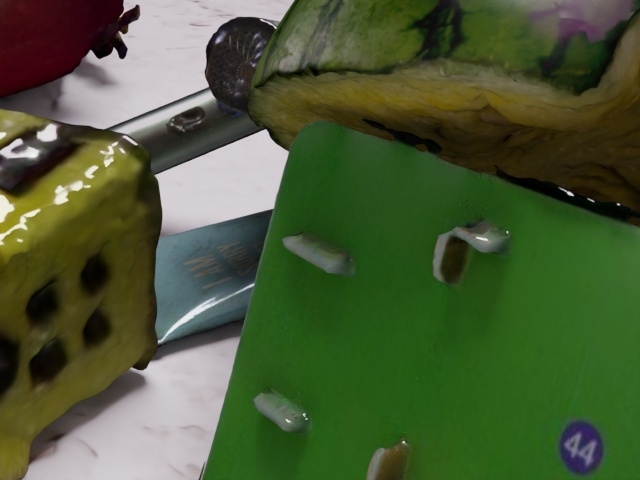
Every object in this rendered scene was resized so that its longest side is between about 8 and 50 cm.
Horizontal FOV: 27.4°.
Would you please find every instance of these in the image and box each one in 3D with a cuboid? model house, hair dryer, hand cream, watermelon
[{"bbox_3d":[-0.226,0.042,0.711,0.193,0.174,0.234,19,41,20],"label":"model house"},{"bbox_3d":[-0.060,-0.108,0.968,0.284,0.155,0.320,-3,2,31],"label":"hair dryer"},{"bbox_3d":[0.000,0.000,0.918,0.312,0.070,0.111,-14,37,-26],"label":"hand cream"},{"bbox_3d":[0.156,0.104,0.665,0.313,0.242,0.358,10,8,-44],"label":"model house"},{"bbox_3d":[0.139,-0.102,0.714,0.331,0.189,0.331,20,-9,3],"label":"watermelon"}]

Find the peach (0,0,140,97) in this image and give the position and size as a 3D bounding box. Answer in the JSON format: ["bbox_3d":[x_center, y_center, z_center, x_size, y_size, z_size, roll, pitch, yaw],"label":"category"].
[{"bbox_3d":[-0.313,-0.304,1.116,0.353,0.339,0.416,11,24,7],"label":"peach"}]
